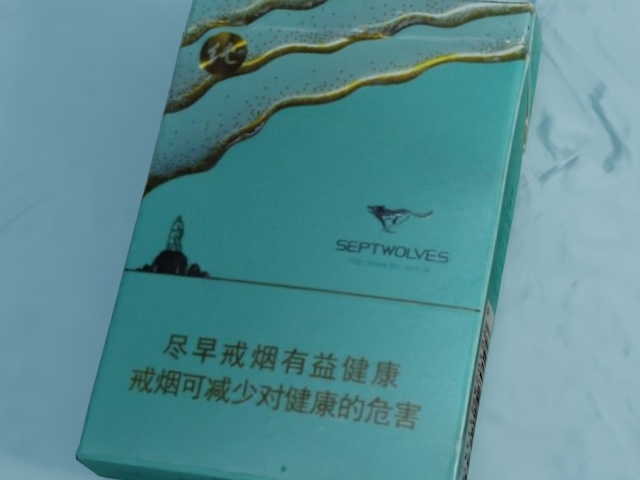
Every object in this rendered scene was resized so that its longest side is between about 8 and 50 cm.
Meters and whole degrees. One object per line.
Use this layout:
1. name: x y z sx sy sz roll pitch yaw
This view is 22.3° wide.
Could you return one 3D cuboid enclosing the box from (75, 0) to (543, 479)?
1. box: 0.000 0.000 0.703 0.162 0.041 0.229 5 69 16
